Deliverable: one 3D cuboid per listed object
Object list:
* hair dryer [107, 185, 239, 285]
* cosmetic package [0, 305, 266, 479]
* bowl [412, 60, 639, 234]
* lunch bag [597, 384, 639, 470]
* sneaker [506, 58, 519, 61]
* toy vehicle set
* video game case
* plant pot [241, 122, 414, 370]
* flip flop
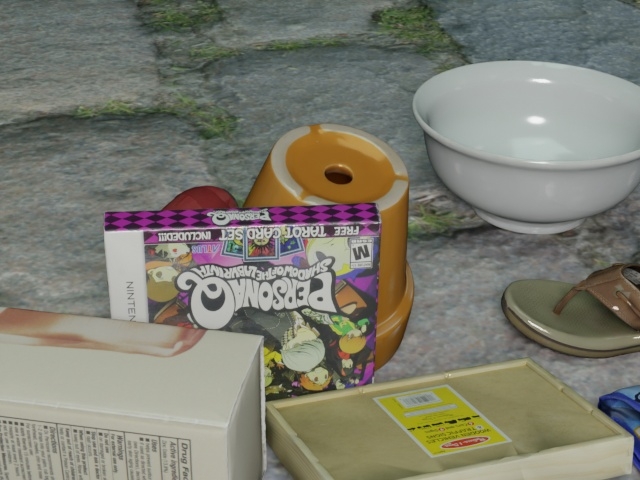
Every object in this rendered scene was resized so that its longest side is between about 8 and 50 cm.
[{"bbox_3d":[-0.084,0.009,1.314,0.294,0.080,0.223,-11,32,-19],"label":"hair dryer"},{"bbox_3d":[-0.199,0.150,0.992,0.296,0.153,0.129,7,31,8],"label":"cosmetic package"},{"bbox_3d":[0.253,-0.098,1.456,0.298,0.134,0.298,0,29,0],"label":"bowl"},{"bbox_3d":[0.386,0.163,1.027,0.221,0.138,0.293,-11,22,-14],"label":"lunch bag"},{"bbox_3d":[0.319,-0.190,1.702,0.083,0.071,0.190,-9,39,-29],"label":"sneaker"},{"bbox_3d":[0.104,0.165,1.045,0.267,0.035,0.166,-7,21,-20],"label":"toy vehicle set"},{"bbox_3d":[-0.066,0.069,1.078,0.232,0.210,0.042,-2,31,-6],"label":"video game case"},{"bbox_3d":[0.000,0.000,1.173,0.205,0.188,0.205,7,42,-7],"label":"plant pot"},{"bbox_3d":[0.319,0.064,1.226,0.277,0.080,0.112,7,30,10],"label":"flip flop"}]
